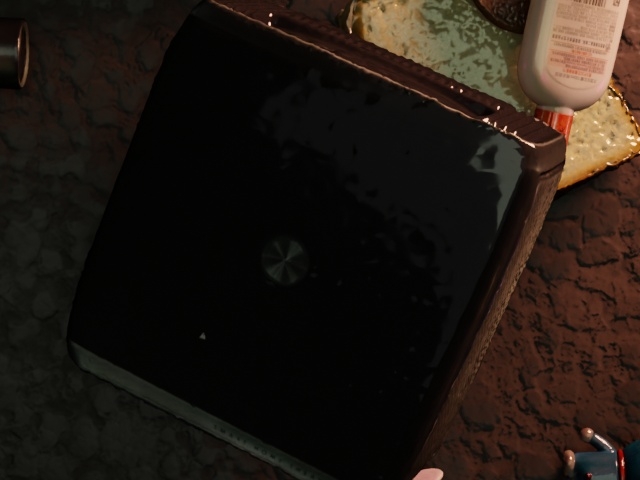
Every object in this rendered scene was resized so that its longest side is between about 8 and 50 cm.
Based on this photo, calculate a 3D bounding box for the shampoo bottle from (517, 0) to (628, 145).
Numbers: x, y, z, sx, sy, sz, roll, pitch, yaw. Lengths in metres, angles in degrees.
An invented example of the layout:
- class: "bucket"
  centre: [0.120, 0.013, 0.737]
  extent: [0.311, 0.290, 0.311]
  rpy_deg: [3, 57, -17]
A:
- class: "shampoo bottle"
  centre: [0.258, -0.192, 1.741]
  extent: [0.108, 0.051, 0.221]
  rpy_deg: [8, 99, -22]

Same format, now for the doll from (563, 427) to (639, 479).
- class: "doll"
  centre: [0.346, 0.263, 1.851]
  extent: [0.152, 0.085, 0.114]
  rpy_deg: [-4, 80, 7]

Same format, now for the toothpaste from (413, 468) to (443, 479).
- class: "toothpaste"
  centre: [0.162, 0.411, 1.853]
  extent: [0.100, 0.066, 0.323]
  rpy_deg: [-21, 100, -1]

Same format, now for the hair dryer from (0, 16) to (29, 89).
- class: "hair dryer"
  centre: [-0.412, -0.292, 1.815]
  extent: [0.195, 0.078, 0.248]
  rpy_deg: [4, 81, -2]

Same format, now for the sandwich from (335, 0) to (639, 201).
- class: "sandwich"
  centre: [0.182, -0.171, 1.821]
  extent: [0.271, 0.099, 0.301]
  rpy_deg: [-24, 93, -3]

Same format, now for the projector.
- class: "projector"
  centre: [0.000, 0.000, 1.687]
  extent: [0.395, 0.242, 0.405]
  rpy_deg: [25, 104, 13]

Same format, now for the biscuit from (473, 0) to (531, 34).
- class: "biscuit"
  centre: [0.239, -0.288, 1.765]
  extent: [0.175, 0.026, 0.124]
  rpy_deg: [-23, 99, -9]
